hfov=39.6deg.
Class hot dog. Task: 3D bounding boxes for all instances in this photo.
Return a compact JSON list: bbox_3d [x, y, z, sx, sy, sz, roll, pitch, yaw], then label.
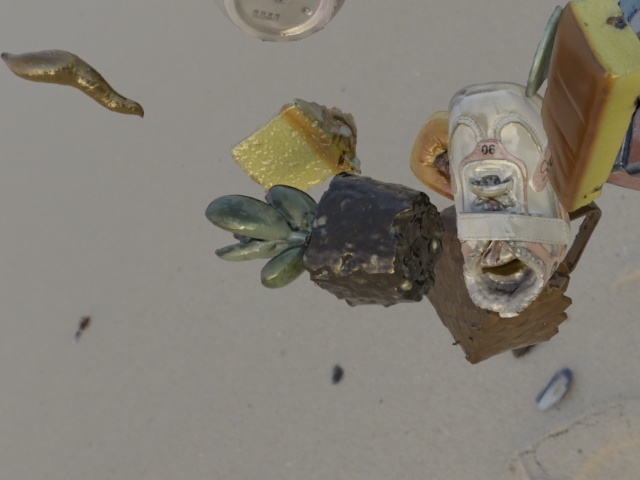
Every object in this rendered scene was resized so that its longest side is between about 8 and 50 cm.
[{"bbox_3d":[0.424,-0.160,2.131,0.185,0.405,0.223,-66,27,17],"label":"hot dog"}]

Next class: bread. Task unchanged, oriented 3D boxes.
[{"bbox_3d":[-0.035,-0.141,1.240,0.147,0.152,0.127,-27,49,28],"label":"bread"},{"bbox_3d":[0.240,-0.116,0.809,0.049,0.226,0.088,-19,64,-4],"label":"bread"}]

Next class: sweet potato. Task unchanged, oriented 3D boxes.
[{"bbox_3d":[-0.406,-0.272,1.477,0.059,0.250,0.069,-101,33,-61],"label":"sweet potato"}]

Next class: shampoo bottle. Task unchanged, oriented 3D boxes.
[{"bbox_3d":[-0.076,-0.534,1.656,0.273,0.273,0.266,-27,48,34],"label":"shampoo bottle"}]

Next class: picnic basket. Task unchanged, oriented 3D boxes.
[{"bbox_3d":[0.365,0.045,1.682,0.321,0.254,0.291,-21,58,-14],"label":"picnic basket"}]

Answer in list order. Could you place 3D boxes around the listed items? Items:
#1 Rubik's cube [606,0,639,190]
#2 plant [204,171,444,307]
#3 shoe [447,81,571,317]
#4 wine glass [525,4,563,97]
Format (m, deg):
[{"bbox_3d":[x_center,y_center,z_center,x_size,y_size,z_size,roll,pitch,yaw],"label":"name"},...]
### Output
[{"bbox_3d":[0.670,-0.235,1.375,0.359,0.362,0.363,165,118,-74],"label":"Rubik's cube"},{"bbox_3d":[0.002,0.001,1.062,0.275,0.146,0.149,6,57,24],"label":"plant"},{"bbox_3d":[0.279,-0.057,1.319,0.172,0.350,0.198,-7,32,30],"label":"shoe"},{"bbox_3d":[0.404,-0.206,0.917,0.310,0.096,0.264,21,59,16],"label":"wine glass"}]
